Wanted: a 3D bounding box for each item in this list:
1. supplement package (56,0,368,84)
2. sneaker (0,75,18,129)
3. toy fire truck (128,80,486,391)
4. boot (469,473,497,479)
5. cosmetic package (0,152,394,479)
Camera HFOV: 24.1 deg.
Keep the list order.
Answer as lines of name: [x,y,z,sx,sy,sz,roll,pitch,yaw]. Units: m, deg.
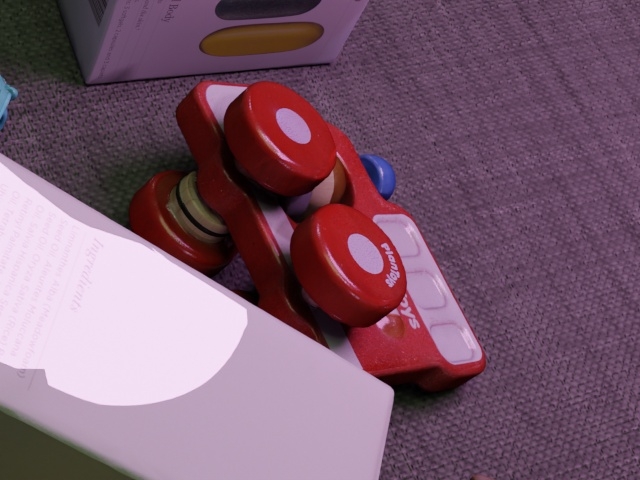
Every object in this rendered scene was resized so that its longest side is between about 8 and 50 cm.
supplement package: [-0.101,-0.289,1.393,0.263,0.199,0.198,-8,63,-27]
sneaker: [-0.318,-0.136,1.284,0.110,0.107,0.275,18,56,-36]
toy fire truck: [0.000,0.000,1.293,0.254,0.169,0.302,0,56,-51]
boot: [0.103,0.210,1.206,0.106,0.114,0.037,34,52,0]
cosmetic package: [-0.200,0.097,1.001,0.453,0.230,0.161,32,51,-24]
